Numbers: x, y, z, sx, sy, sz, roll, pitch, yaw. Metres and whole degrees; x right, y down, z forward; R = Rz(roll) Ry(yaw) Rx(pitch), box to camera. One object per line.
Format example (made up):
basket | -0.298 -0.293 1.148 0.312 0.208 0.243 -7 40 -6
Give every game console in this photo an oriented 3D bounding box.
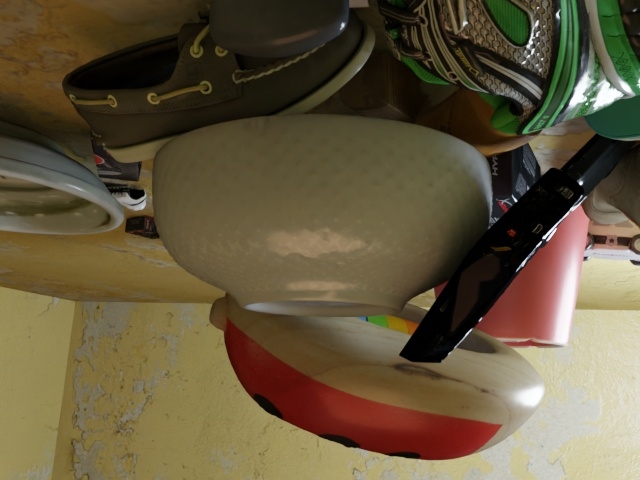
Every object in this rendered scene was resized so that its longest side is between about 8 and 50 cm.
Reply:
game console | 0.222 -0.018 0.686 0.044 0.361 0.213 42 145 16

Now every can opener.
can opener | 0.062 -0.172 0.482 0.284 0.095 0.076 2 168 9

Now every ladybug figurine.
ladybug figurine | 0.068 0.168 0.875 0.450 0.161 0.305 18 -173 -12

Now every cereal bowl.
cereal bowl | 0.000 0.000 0.670 0.339 0.141 0.339 2 168 0

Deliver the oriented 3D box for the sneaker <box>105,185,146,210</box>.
sneaker | -0.357 -0.083 1.173 0.109 0.040 0.044 5 152 -26

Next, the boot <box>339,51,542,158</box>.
boot | 0.186 -0.138 0.641 0.295 0.104 0.211 -1 174 37

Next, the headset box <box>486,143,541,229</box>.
headset box | 0.131 -0.069 0.904 0.294 0.110 0.218 -3 166 27

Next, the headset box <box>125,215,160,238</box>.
headset box | -0.368 -0.027 1.425 0.062 0.032 0.083 -6 164 36

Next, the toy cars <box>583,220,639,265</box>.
toy cars | 0.561 -0.021 1.091 0.177 0.087 0.394 15 167 -26

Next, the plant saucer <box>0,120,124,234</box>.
plant saucer | -0.484 -0.098 0.969 0.401 0.100 0.400 4 167 1

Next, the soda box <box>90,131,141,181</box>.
soda box | -0.265 -0.127 0.884 0.060 0.053 0.169 6 167 -13

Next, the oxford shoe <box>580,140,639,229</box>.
oxford shoe | 0.400 -0.057 0.840 0.123 0.130 0.348 1 168 7

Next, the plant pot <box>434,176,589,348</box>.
plant pot | 0.300 0.048 1.095 0.275 0.243 0.275 3 168 1

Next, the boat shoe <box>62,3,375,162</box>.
boat shoe | -0.102 -0.151 0.600 0.305 0.109 0.091 -12 137 28

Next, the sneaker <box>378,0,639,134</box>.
sneaker | 0.075 -0.149 0.341 0.146 0.134 0.344 -30 139 28

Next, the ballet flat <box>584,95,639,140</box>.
ballet flat | 0.320 -0.154 0.548 0.086 0.086 0.248 7 166 -14
